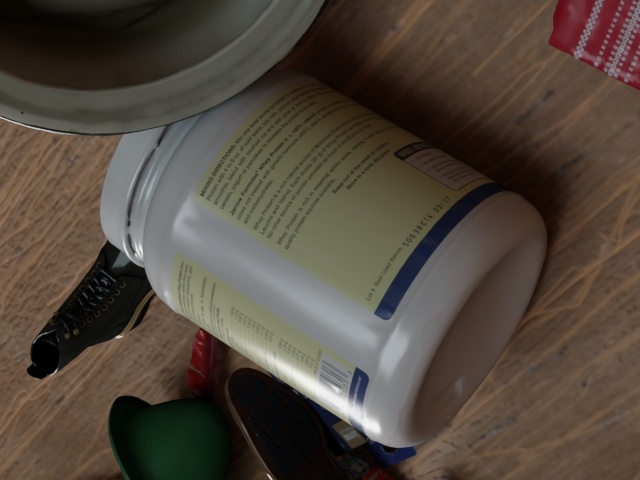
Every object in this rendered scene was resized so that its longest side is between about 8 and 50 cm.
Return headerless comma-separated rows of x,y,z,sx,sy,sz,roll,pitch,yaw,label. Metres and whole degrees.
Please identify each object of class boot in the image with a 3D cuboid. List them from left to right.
-0.220,0.051,1.746,0.077,0.137,0.198,35,131,18,boot
-0.035,0.221,1.679,0.219,0.082,0.106,51,146,-7,boot

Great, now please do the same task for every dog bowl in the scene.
-0.177,-0.298,1.361,0.150,0.408,0.408,-121,23,-60,dog bowl

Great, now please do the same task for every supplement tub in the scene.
0.000,0.000,1.470,0.325,0.235,0.235,32,131,21,supplement tub

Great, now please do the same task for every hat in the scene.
-0.098,0.185,1.762,0.183,0.173,0.208,-33,135,14,hat

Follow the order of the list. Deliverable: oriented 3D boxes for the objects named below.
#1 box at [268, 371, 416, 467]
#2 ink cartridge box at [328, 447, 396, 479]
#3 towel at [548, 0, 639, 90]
-0.004,0.131,1.655,0.225,0.036,0.136,50,161,2,box
0.037,0.248,1.731,0.115,0.029,0.063,34,132,19,ink cartridge box
0.309,-0.172,1.268,0.275,0.031,0.199,31,128,19,towel
